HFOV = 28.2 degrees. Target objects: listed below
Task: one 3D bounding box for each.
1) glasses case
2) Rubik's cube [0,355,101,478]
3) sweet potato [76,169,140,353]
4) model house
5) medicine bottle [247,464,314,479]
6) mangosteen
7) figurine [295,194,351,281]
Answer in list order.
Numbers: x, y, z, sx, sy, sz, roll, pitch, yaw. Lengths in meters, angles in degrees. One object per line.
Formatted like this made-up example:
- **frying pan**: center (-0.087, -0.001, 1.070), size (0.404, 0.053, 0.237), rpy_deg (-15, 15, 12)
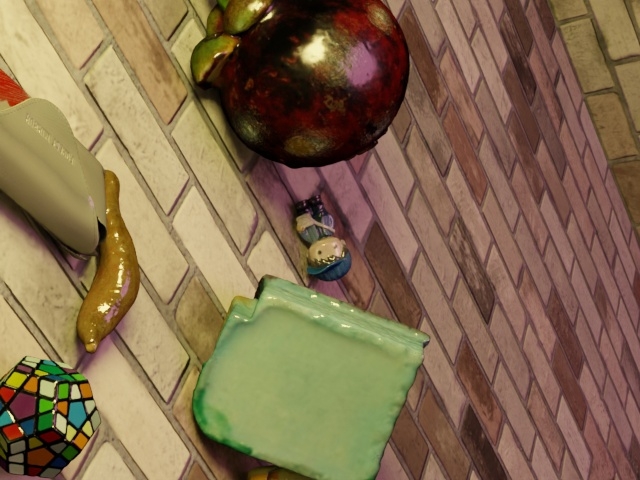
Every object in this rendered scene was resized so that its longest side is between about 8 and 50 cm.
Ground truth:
- **glasses case**: center (-0.328, -0.107, 1.435), size (0.308, 0.083, 0.128), rpy_deg (48, 43, -45)
- **Rubik's cube**: center (-0.301, 0.189, 1.361), size (0.133, 0.112, 0.133), rpy_deg (29, 56, -57)
- **sweet potato**: center (-0.253, 0.029, 1.555), size (0.069, 0.059, 0.249), rpy_deg (13, 63, -20)
- **model house**: center (-0.013, 0.177, 1.790), size (0.249, 0.280, 0.230), rpy_deg (-77, -170, -81)
- **medicine bottle**: center (-0.047, 0.430, 1.739), size (0.124, 0.124, 0.239), rpy_deg (32, 54, -54)
- **mangosteen**: center (-0.022, -0.253, 1.846), size (0.311, 0.311, 0.311), rpy_deg (28, 58, -56)
- **figurine**: center (-0.001, 0.000, 2.027), size (0.079, 0.077, 0.136), rpy_deg (107, -38, -77)
